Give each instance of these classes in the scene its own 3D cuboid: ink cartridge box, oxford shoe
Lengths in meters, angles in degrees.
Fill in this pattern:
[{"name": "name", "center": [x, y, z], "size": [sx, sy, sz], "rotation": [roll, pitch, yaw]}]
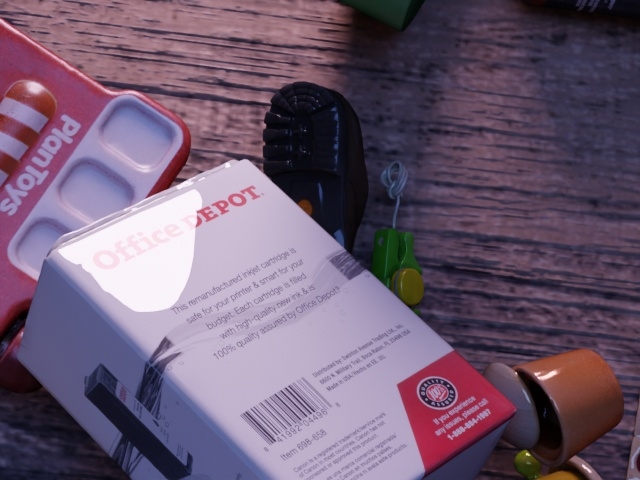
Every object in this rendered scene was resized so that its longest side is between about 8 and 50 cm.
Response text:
[{"name": "ink cartridge box", "center": [-0.040, 0.094, 1.308], "size": [0.273, 0.114, 0.197], "rotation": [44, 45, 20]}, {"name": "oxford shoe", "center": [0.000, 0.000, 1.462], "size": [0.083, 0.096, 0.227], "rotation": [11, 92, 24]}]

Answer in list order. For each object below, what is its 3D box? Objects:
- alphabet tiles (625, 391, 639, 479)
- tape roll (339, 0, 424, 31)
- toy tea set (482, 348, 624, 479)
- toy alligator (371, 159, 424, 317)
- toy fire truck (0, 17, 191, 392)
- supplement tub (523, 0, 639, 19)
[{"name": "alphabet tiles", "center": [0.365, 0.123, 1.508], "size": [0.237, 0.009, 0.198], "rotation": [14, 71, -3]}, {"name": "tape roll", "center": [0.101, -0.314, 1.449], "size": [0.077, 0.321, 0.321], "rotation": [28, 71, 2]}, {"name": "toy tea set", "center": [0.184, 0.243, 1.348], "size": [0.124, 0.200, 0.336], "rotation": [-22, 77, -22]}, {"name": "toy alligator", "center": [0.057, 0.035, 1.478], "size": [0.051, 0.056, 0.189], "rotation": [30, 63, -42]}, {"name": "toy fire truck", "center": [-0.266, -0.021, 1.393], "size": [0.254, 0.169, 0.302], "rotation": [32, 72, 0]}, {"name": "supplement tub", "center": [0.261, -0.227, 1.557], "size": [0.198, 0.106, 0.106], "rotation": [7, 72, -6]}]
